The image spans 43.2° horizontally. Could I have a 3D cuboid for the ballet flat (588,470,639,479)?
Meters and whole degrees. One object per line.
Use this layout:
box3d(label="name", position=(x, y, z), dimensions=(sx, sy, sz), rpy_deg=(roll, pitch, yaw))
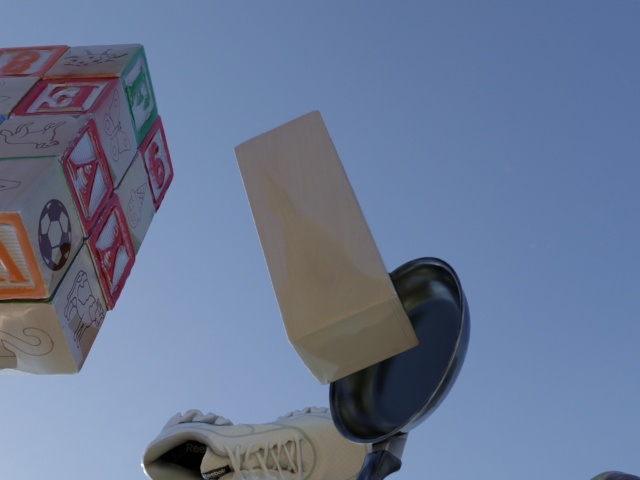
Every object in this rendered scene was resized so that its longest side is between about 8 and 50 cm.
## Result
box3d(label="ballet flat", position=(0.082, 0.189, 0.268), dimensions=(0.077, 0.221, 0.079), rpy_deg=(24, -35, -21))

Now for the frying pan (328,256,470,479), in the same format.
box3d(label="frying pan", position=(0.079, 0.149, 0.742), dimensions=(0.053, 0.326, 0.197), rpy_deg=(30, -58, -24))

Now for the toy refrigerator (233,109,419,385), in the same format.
box3d(label="toy refrigerator", position=(0.000, 0.000, 0.799), dimensions=(0.102, 0.269, 0.094), rpy_deg=(-24, -43, 4))

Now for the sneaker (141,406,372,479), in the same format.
box3d(label="sneaker", position=(-0.074, 0.260, 0.968), dimensions=(0.292, 0.118, 0.110), rpy_deg=(-5, -95, 13))

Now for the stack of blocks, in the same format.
box3d(label="stack of blocks", position=(-0.246, -0.022, 0.415), dimensions=(0.297, 0.171, 0.087), rpy_deg=(-1, -54, 8))
